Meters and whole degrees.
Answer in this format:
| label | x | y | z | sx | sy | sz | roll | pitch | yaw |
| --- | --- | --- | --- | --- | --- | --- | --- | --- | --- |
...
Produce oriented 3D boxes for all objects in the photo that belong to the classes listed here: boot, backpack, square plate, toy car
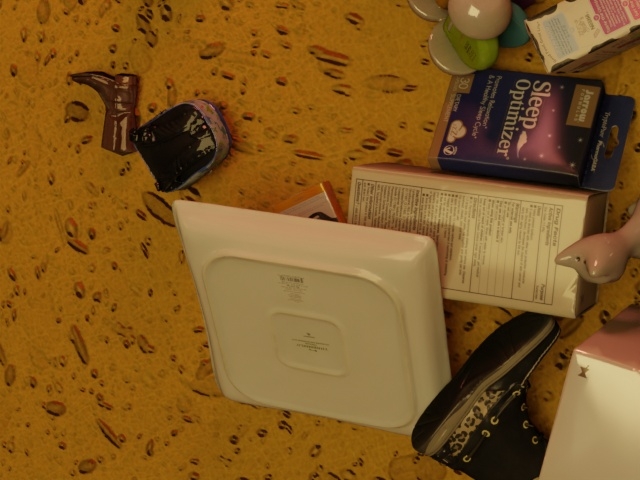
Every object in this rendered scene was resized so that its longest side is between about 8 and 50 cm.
| label | x | y | z | sx | sy | sz | roll | pitch | yaw |
| --- | --- | --- | --- | --- | --- | --- | --- | --- | --- |
| boot | 0.248 | 0.212 | 1.904 | 0.178 | 0.085 | 0.236 | 39 | 102 | -17 |
| boot | -0.297 | -0.173 | 2.126 | 0.106 | 0.037 | 0.114 | 8 | 105 | 24 |
| backpack | -0.174 | -0.131 | 2.050 | 0.114 | 0.084 | 0.105 | -32 | 85 | 28 |
| square plate | -0.009 | 0.113 | 1.941 | 0.347 | 0.049 | 0.344 | 8 | 133 | 21 |
| toy car | 0.191 | -0.294 | 1.853 | 0.136 | 0.159 | 0.182 | -16 | 74 | -15 |

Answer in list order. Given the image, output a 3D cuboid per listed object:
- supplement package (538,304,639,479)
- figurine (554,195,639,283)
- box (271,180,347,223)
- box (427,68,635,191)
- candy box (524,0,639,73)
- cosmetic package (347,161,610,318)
| label | x | y | z | sx | sy | sz | roll | pitch | yaw |
| --- | --- | --- | --- | --- | --- | --- | --- | --- | --- |
| supplement package | 0.378 | 0.200 | 1.749 | 0.177 | 0.293 | 0.175 | 19 | 104 | 20 |
| figurine | 0.395 | 0.005 | 1.719 | 0.215 | 0.209 | 0.092 | 15 | 125 | 50 |
| box | 0.000 | 0.000 | 2.027 | 0.081 | 0.028 | 0.136 | -24 | 90 | 24 |
| box | 0.253 | -0.136 | 1.860 | 0.225 | 0.036 | 0.136 | 9 | 65 | 20 |
| candy box | 0.366 | -0.270 | 1.763 | 0.233 | 0.159 | 0.071 | -26 | 85 | 23 |
| cosmetic package | 0.189 | -0.005 | 1.891 | 0.296 | 0.129 | 0.153 | 10 | 99 | 22 |
